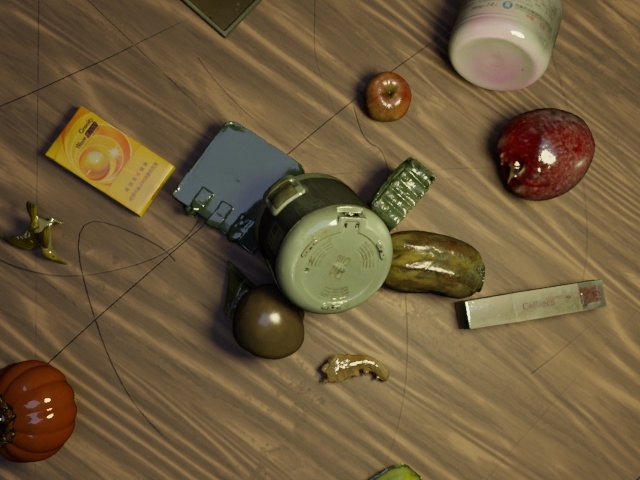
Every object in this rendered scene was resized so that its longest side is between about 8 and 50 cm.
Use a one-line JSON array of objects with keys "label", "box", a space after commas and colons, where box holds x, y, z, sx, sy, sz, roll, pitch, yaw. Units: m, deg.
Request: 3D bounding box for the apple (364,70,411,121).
[{"label": "apple", "box": [0.172, -0.368, 1.601, 0.126, 0.102, 0.125, 0, 86, -2]}]

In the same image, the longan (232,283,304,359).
[{"label": "longan", "box": [-0.120, 0.193, 1.457, 0.189, 0.189, 0.189, 1, 83, -7]}]

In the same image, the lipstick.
[{"label": "lipstick", "box": [0.537, 0.164, 1.595, 0.372, 0.080, 0.076, -8, 85, -9]}]

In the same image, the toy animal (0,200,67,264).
[{"label": "toy animal", "box": [-0.640, -0.014, 1.464, 0.155, 0.219, 0.095, 41, 57, -38]}]

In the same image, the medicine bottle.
[{"label": "medicine bottle", "box": [0.483, -0.577, 1.589, 0.256, 0.256, 0.324, 22, 74, -4]}]

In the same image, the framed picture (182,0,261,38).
[{"label": "framed picture", "box": [-0.288, -0.695, 1.623, 0.289, 0.020, 0.211, 41, 80, -1]}]

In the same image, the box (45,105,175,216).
[{"label": "box", "box": [-0.511, -0.193, 1.522, 0.269, 0.043, 0.152, 33, 80, -3]}]

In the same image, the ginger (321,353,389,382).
[{"label": "ginger", "box": [0.087, 0.314, 1.534, 0.174, 0.051, 0.069, 1, 86, -5]}]

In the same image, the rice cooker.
[{"label": "rice cooker", "box": [-0.002, 0.000, 1.426, 0.289, 0.277, 0.288, -10, 121, -17]}]

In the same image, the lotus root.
[{"label": "lotus root", "box": [0.272, 0.061, 1.537, 0.275, 0.160, 0.151, 14, 58, -7]}]

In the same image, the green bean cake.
[{"label": "green bean cake", "box": [0.183, -0.106, 1.534, 0.094, 0.173, 0.181, 41, 81, 1]}]

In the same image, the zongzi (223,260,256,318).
[{"label": "zongzi", "box": [-0.220, 0.123, 1.522, 0.113, 0.052, 0.104, 42, 86, 12]}]

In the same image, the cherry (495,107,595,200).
[{"label": "cherry", "box": [0.577, -0.225, 1.590, 0.300, 0.203, 0.230, -22, 85, -23]}]

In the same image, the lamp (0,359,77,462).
[{"label": "lamp", "box": [-0.637, 0.372, 1.360, 0.223, 0.197, 0.223, 2, 94, 31]}]

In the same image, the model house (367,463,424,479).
[{"label": "model house", "box": [0.196, 0.677, 1.480, 0.194, 0.170, 0.211, -36, 117, -17]}]

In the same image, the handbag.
[{"label": "handbag", "box": [-0.195, -0.129, 1.538, 0.248, 0.079, 0.260, 35, 81, -1]}]
